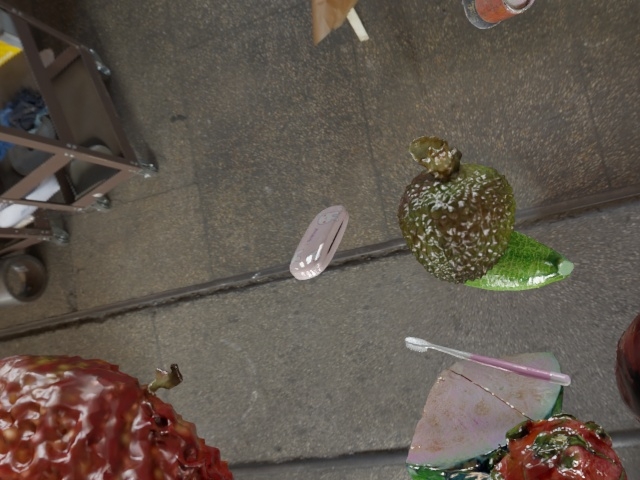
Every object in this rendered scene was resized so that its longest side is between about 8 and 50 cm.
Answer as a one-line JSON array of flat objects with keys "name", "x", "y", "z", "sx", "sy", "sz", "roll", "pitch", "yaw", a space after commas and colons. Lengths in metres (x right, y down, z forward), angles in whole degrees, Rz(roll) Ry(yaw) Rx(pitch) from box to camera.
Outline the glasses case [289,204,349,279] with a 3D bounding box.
[{"name": "glasses case", "x": 0.000, "y": 0.000, "z": 1.424, "sx": 0.113, "sy": 0.297, "sz": 0.075, "roll": -14, "pitch": 125, "yaw": 35}]

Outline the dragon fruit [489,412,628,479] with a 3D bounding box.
[{"name": "dragon fruit", "x": 0.333, "y": 0.369, "z": 0.733, "sx": 0.200, "sy": 0.198, "sz": 0.269, "roll": 54, "pitch": 144, "yaw": -7}]

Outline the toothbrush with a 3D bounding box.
[{"name": "toothbrush", "x": 0.294, "y": 0.218, "z": 0.866, "sx": 0.286, "sy": 0.025, "sz": 0.020, "roll": 10, "pitch": 49, "yaw": 22}]

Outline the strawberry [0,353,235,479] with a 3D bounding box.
[{"name": "strawberry", "x": -0.189, "y": 0.266, "z": 0.455, "sx": 0.292, "sy": 0.292, "sz": 0.344, "roll": -6, "pitch": 98, "yaw": 19}]

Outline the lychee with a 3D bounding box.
[{"name": "lychee", "x": 0.300, "y": -0.059, "z": 1.073, "sx": 0.269, "sy": 0.270, "sz": 0.320, "roll": 18, "pitch": 114, "yaw": 19}]

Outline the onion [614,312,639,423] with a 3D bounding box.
[{"name": "onion", "x": 0.611, "y": 0.230, "z": 0.844, "sx": 0.146, "sy": 0.280, "sz": 0.314, "roll": -7, "pitch": 55, "yaw": 24}]

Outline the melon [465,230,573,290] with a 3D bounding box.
[{"name": "melon", "x": 0.457, "y": 0.035, "z": 1.217, "sx": 0.323, "sy": 0.124, "sz": 0.196, "roll": 17, "pitch": 113, "yaw": 51}]

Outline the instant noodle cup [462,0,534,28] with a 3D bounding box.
[{"name": "instant noodle cup", "x": 0.411, "y": -0.554, "z": 1.080, "sx": 0.127, "sy": 0.136, "sz": 0.127, "roll": -4, "pitch": 108, "yaw": -12}]

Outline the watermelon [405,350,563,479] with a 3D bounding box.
[{"name": "watermelon", "x": 0.355, "y": 0.408, "z": 0.984, "sx": 0.292, "sy": 0.319, "sz": 0.222, "roll": -6, "pitch": 112, "yaw": 22}]
